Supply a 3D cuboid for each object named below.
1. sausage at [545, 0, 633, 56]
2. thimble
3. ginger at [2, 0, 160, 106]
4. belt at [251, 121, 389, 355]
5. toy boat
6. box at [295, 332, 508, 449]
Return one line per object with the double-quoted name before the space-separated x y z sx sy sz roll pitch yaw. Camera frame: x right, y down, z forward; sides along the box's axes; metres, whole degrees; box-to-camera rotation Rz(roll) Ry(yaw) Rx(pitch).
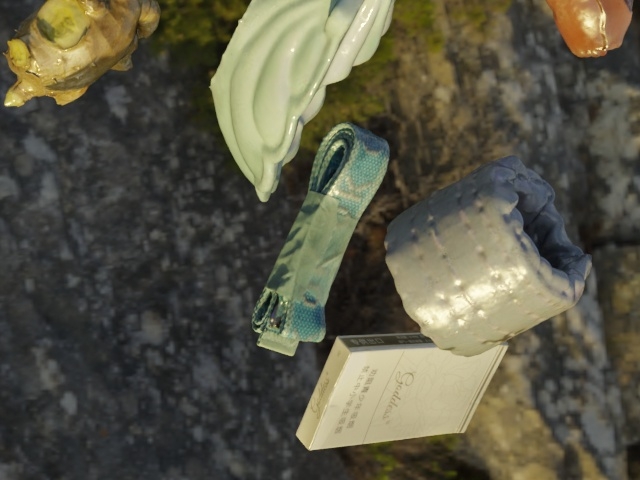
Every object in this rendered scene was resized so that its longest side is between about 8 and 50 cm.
"sausage" 0.220 -0.384 1.215 0.094 0.094 0.418 -32 109 -18
"thimble" 0.133 0.013 0.938 0.151 0.118 0.127 0 63 -63
"ginger" -0.288 -0.231 1.395 0.102 0.216 0.157 50 -2 10
"belt" 0.000 0.000 1.507 0.072 0.087 0.302 20 92 -39
"toy boat" -0.018 -0.152 0.970 0.100 0.290 0.199 31 62 -5
"box" 0.076 0.133 1.086 0.198 0.029 0.109 1 121 -40
